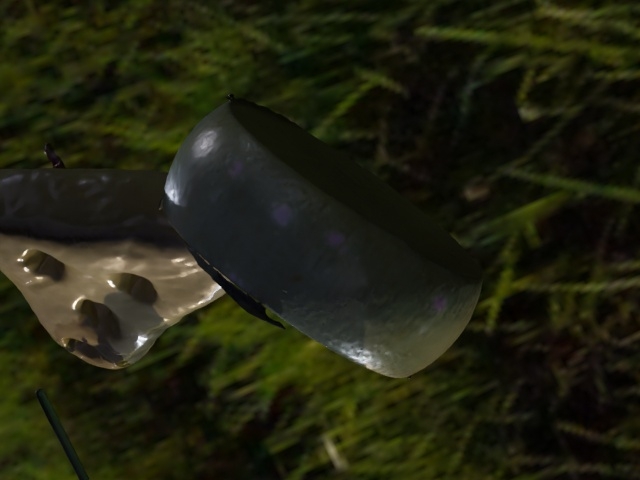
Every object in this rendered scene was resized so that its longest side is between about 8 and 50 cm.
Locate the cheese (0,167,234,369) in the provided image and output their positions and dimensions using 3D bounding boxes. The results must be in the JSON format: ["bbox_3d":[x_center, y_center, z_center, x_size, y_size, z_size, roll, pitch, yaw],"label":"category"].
[{"bbox_3d":[-0.221,0.041,2.116,0.328,0.129,0.351,0,145,23],"label":"cheese"}]

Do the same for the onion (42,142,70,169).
[{"bbox_3d":[-0.342,-0.065,2.285,0.150,0.150,0.140,108,156,-55],"label":"onion"}]

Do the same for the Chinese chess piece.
[{"bbox_3d":[0.000,0.000,1.803,0.146,0.349,0.349,-55,47,10],"label":"Chinese chess piece"}]

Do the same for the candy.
[{"bbox_3d":[-0.298,0.329,2.288,0.091,0.083,0.305,-15,103,59],"label":"candy"}]
